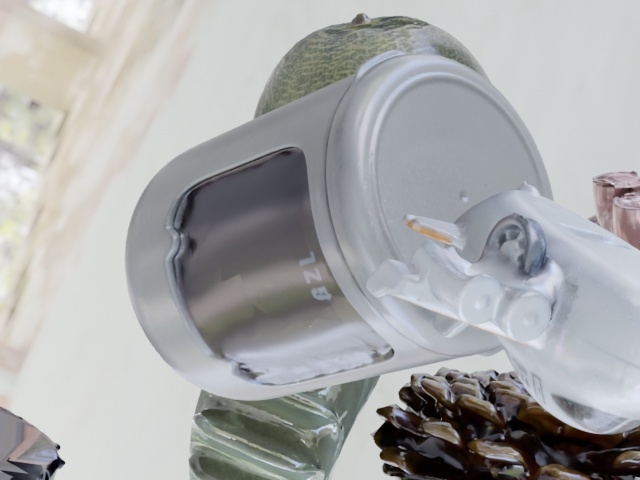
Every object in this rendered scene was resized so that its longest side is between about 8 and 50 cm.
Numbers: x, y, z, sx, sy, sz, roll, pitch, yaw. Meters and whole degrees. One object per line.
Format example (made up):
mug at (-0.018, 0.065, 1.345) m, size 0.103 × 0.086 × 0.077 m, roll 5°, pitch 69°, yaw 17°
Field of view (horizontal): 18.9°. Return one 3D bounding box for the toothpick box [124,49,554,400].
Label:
toothpick box at (0.000, 0.000, 1.399) m, size 0.316 × 0.229 × 0.229 m, roll -18°, pitch -136°, yaw 46°

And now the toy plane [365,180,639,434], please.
toy plane at (0.140, 0.041, 1.125) m, size 0.244 × 0.245 × 0.117 m, roll -115°, pitch -135°, yaw -73°

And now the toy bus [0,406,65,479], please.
toy bus at (-0.390, 0.312, 1.837) m, size 0.386 × 0.171 × 0.162 m, roll -60°, pitch 173°, yaw -61°

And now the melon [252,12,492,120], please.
melon at (0.058, -0.046, 1.761) m, size 0.248 × 0.249 × 0.329 m, roll -115°, pitch -160°, yaw -73°

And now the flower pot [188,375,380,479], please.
flower pot at (-0.022, 0.152, 2.106) m, size 0.254 × 0.165 × 0.367 m, roll 99°, pitch 16°, yaw -51°

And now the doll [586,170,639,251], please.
doll at (0.391, 0.055, 2.307) m, size 0.216 × 0.284 × 0.268 m, roll -104°, pitch -169°, yaw -73°

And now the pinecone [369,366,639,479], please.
pinecone at (0.243, 0.296, 2.046) m, size 0.397 × 0.398 × 0.397 m, roll -58°, pitch -165°, yaw 24°
